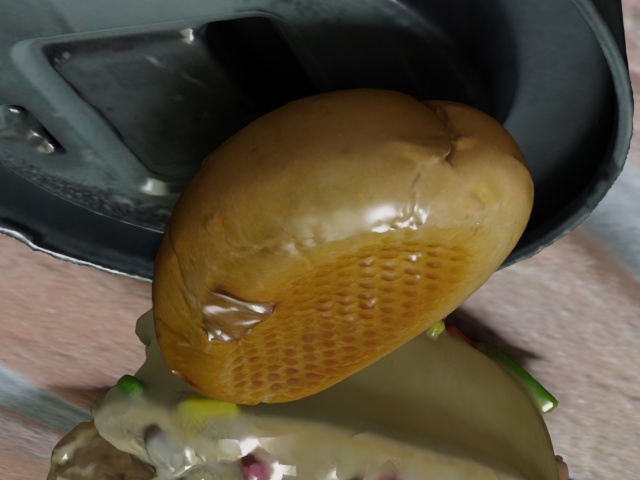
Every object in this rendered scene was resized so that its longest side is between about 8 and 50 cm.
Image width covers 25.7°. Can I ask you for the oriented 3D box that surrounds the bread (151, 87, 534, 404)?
[{"bbox_3d":[0.000,0.000,0.501,0.114,0.077,0.189,-1,158,-28],"label":"bread"}]

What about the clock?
[{"bbox_3d":[-0.038,-0.069,0.525,0.312,0.061,0.313,7,153,3],"label":"clock"}]

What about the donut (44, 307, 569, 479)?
[{"bbox_3d":[-0.006,0.146,0.834,0.307,0.150,0.371,15,152,-13],"label":"donut"}]
